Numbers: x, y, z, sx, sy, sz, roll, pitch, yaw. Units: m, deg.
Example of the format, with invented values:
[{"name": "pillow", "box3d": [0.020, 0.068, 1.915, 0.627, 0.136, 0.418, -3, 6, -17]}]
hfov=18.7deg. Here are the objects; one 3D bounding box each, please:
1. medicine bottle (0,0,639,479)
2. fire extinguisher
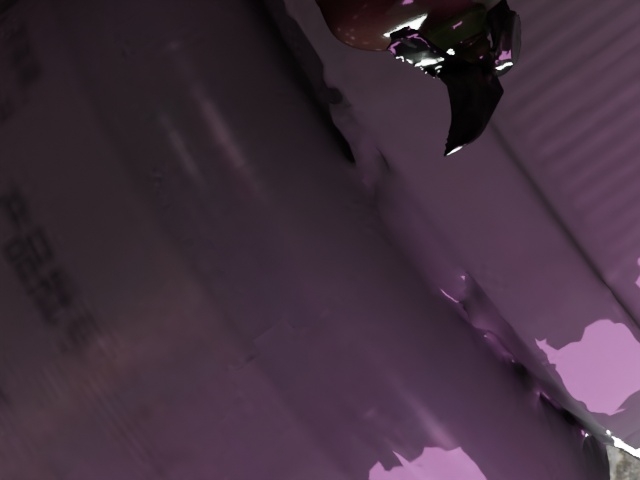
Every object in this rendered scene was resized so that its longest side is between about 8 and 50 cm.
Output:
[{"name": "medicine bottle", "box3d": [0.000, 0.000, 0.592, 0.306, 0.245, 0.245, -35, 169, 11]}, {"name": "fire extinguisher", "box3d": [0.007, -0.088, 0.385, 0.045, 0.157, 0.078, -28, 171, 22]}]
